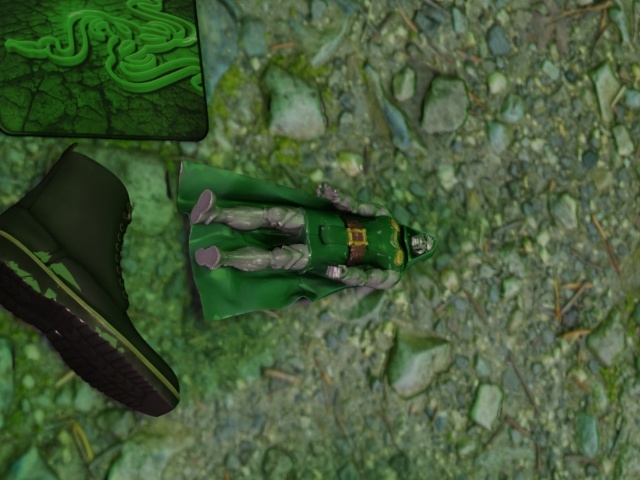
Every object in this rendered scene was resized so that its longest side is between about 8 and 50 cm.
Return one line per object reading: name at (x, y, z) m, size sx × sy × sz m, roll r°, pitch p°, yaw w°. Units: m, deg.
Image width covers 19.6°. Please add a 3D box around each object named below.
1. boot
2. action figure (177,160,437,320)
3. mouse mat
boot at (-0.159, 0.027, 1.430) m, size 0.198 × 0.077 × 0.137 m, roll 46°, pitch 54°, yaw -14°
action figure at (0.000, 0.000, 1.540) m, size 0.232 × 0.063 × 0.137 m, roll 3°, pitch 73°, yaw -34°
mouse mat at (-0.180, -0.155, 1.502) m, size 0.189 × 0.007 × 0.153 m, roll 0°, pitch 77°, yaw -32°
